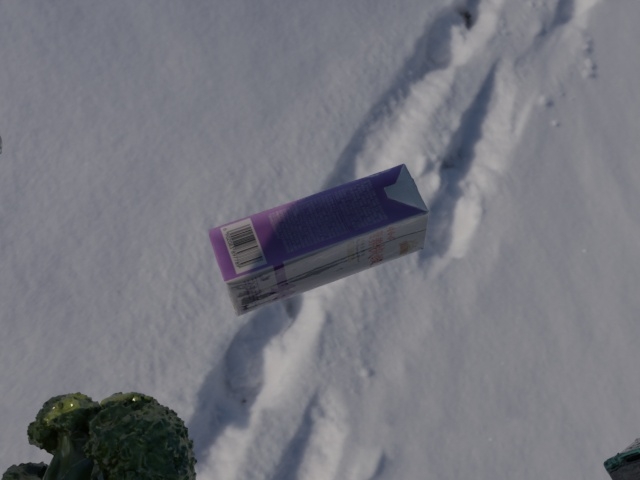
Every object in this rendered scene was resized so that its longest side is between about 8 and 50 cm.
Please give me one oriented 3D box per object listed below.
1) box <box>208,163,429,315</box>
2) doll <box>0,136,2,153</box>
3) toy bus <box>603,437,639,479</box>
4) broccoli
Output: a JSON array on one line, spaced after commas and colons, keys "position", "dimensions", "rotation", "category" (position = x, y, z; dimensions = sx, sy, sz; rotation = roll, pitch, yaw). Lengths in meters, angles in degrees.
[{"position": [0.000, 0.000, 0.475], "dimensions": [0.117, 0.050, 0.036], "rotation": [-19, 64, -9], "category": "box"}, {"position": [-0.603, -0.198, 1.425], "dimensions": [0.107, 0.110, 0.181], "rotation": [-28, 97, -17], "category": "doll"}, {"position": [0.341, 0.266, 0.683], "dimensions": [0.109, 0.091, 0.261], "rotation": [-25, 78, -32], "category": "toy bus"}, {"position": [-0.290, 0.268, 0.946], "dimensions": [0.302, 0.254, 0.186], "rotation": [-16, 89, -14], "category": "broccoli"}]
